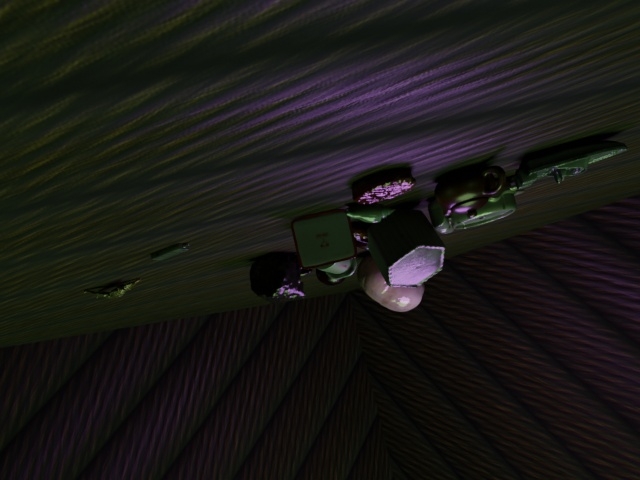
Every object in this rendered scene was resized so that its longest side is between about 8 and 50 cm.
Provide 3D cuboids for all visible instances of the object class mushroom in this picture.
[{"bbox_3d":[0.355,0.186,2.738,0.325,0.353,0.353,-25,178,-34],"label":"mushroom"}]

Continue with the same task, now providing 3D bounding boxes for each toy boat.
[{"bbox_3d":[0.732,-0.227,1.628,0.319,0.092,0.141,-16,171,8],"label":"toy boat"}]

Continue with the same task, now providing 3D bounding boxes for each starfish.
[{"bbox_3d":[-0.744,0.182,2.037,0.208,0.053,0.176,-11,-179,19],"label":"starfish"}]

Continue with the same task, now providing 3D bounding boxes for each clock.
[{"bbox_3d":[0.541,-0.118,1.912,0.324,0.109,0.265,-18,168,19],"label":"clock"}]

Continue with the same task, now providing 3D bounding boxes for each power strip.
[{"bbox_3d":[-0.448,0.033,1.680,0.136,0.019,0.051,-18,167,24],"label":"power strip"}]

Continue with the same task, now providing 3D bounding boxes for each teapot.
[{"bbox_3d":[0.440,-0.138,1.618,0.178,0.135,0.252,-12,171,-33],"label":"teapot"}]

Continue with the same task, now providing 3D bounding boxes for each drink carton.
[{"bbox_3d":[0.047,0.073,2.223,0.146,0.144,0.142,-19,162,24],"label":"drink carton"}]

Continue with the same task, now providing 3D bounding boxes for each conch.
[{"bbox_3d":[0.150,-0.093,1.705,0.180,0.088,0.065,-2,122,-24],"label":"conch"}]

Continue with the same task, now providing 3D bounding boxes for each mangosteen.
[{"bbox_3d":[0.049,0.125,2.516,0.152,0.153,0.152,-13,170,-2],"label":"mangosteen"}]

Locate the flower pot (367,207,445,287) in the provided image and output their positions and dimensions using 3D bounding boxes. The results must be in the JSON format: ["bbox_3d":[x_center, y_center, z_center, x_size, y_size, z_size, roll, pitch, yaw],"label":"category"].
[{"bbox_3d":[0.289,0.027,1.899,0.239,0.190,0.209,3,133,-32],"label":"flower pot"}]

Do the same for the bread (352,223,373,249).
[{"bbox_3d":[0.168,-0.020,2.035,0.268,0.095,0.139,10,154,-33],"label":"bread"}]

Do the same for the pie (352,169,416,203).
[{"bbox_3d":[0.168,-0.139,1.489,0.182,0.050,0.182,-12,171,-2],"label":"pie"}]

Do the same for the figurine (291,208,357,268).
[{"bbox_3d":[0.000,0.000,1.794,0.183,0.160,0.226,-12,179,-7],"label":"figurine"}]

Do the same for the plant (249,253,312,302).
[{"bbox_3d":[-0.155,0.157,2.244,0.198,0.189,0.276,-17,169,21],"label":"plant"}]
